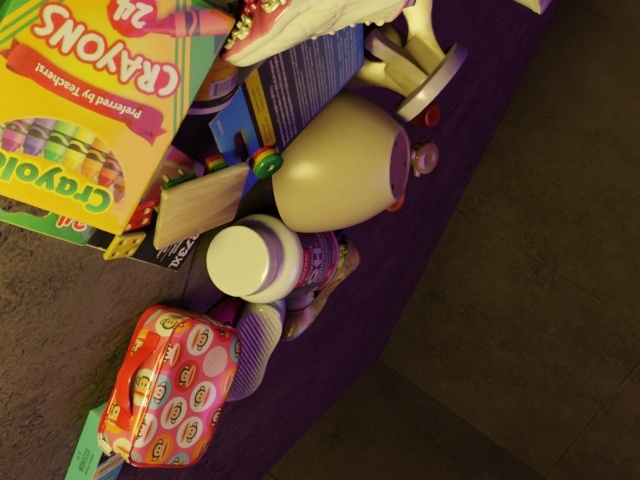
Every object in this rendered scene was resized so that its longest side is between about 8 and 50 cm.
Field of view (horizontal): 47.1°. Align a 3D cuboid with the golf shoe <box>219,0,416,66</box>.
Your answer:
[{"bbox_3d":[0.017,-0.252,0.756,0.306,0.140,0.115,-25,-129,40],"label":"golf shoe"}]

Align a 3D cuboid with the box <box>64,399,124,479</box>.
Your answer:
[{"bbox_3d":[-0.434,0.422,1.456,0.100,0.060,0.244,-25,145,-59],"label":"box"}]

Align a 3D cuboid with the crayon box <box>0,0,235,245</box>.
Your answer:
[{"bbox_3d":[-0.252,-0.140,0.750,0.202,0.081,0.319,21,104,-38],"label":"crayon box"}]

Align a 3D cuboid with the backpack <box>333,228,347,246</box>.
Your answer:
[{"bbox_3d":[0.000,0.000,1.796,0.120,0.098,0.101,-58,166,2],"label":"backpack"}]

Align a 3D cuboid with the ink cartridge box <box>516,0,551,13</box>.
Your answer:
[{"bbox_3d":[0.117,-0.444,0.833,0.160,0.384,0.279,-59,163,10],"label":"ink cartridge box"}]

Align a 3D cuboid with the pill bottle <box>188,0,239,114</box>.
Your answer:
[{"bbox_3d":[-0.149,-0.268,0.885,0.119,0.119,0.208,-40,157,-41],"label":"pill bottle"}]

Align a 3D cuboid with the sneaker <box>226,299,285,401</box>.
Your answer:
[{"bbox_3d":[-0.168,0.240,1.737,0.366,0.135,0.150,-54,-169,36],"label":"sneaker"}]

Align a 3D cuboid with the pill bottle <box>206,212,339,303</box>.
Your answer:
[{"bbox_3d":[-0.094,0.033,1.471,0.176,0.176,0.318,-60,162,13],"label":"pill bottle"}]

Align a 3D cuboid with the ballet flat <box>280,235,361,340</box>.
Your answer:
[{"bbox_3d":[-0.021,0.112,1.947,0.348,0.123,0.123,-46,160,-27],"label":"ballet flat"}]

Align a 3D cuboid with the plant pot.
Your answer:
[{"bbox_3d":[0.058,-0.146,1.360,0.284,0.190,0.284,7,90,-68],"label":"plant pot"}]

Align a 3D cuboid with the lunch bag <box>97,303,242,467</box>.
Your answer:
[{"bbox_3d":[-0.285,0.273,1.367,0.258,0.120,0.293,29,80,-58],"label":"lunch bag"}]

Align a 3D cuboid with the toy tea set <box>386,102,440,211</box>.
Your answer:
[{"bbox_3d":[0.197,-0.228,1.954,0.336,0.124,0.200,-48,132,-15],"label":"toy tea set"}]

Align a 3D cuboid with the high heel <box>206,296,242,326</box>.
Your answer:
[{"bbox_3d":[-0.223,0.229,1.575,0.244,0.117,0.082,-44,159,-33],"label":"high heel"}]

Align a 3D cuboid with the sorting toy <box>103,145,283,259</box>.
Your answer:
[{"bbox_3d":[-0.186,-0.057,1.042,0.274,0.046,0.132,-25,157,-30],"label":"sorting toy"}]

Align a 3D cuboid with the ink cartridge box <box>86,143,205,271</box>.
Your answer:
[{"bbox_3d":[-0.239,-0.050,1.140,0.176,0.069,0.371,-56,165,0],"label":"ink cartridge box"}]

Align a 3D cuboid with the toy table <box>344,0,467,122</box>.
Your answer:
[{"bbox_3d":[0.165,-0.349,1.400,0.252,0.161,0.274,-46,-174,14],"label":"toy table"}]

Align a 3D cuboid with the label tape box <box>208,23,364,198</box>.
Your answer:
[{"bbox_3d":[-0.073,-0.256,1.130,0.334,0.106,0.241,-49,161,-16],"label":"label tape box"}]
